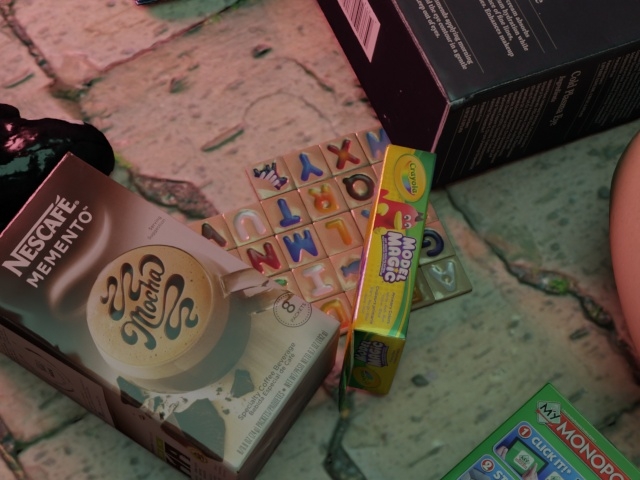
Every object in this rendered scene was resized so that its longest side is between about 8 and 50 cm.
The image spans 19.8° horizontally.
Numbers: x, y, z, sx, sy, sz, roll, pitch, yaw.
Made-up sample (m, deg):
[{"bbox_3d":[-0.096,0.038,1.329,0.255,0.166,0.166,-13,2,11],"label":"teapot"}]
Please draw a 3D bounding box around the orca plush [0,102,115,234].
[{"bbox_3d":[-0.339,-0.087,1.711,0.287,0.102,0.151,8,62,-2],"label":"orca plush"}]

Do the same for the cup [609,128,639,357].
[{"bbox_3d":[0.392,-0.006,1.658,0.331,0.331,0.237,-19,40,-15],"label":"cup"}]

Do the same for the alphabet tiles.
[{"bbox_3d":[0.000,0.000,1.756,0.237,0.009,0.198,-18,67,-15],"label":"alphabet tiles"}]

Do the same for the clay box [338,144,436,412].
[{"bbox_3d":[0.059,0.040,1.665,0.053,0.127,0.222,10,63,0],"label":"clay box"}]

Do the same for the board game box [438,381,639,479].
[{"bbox_3d":[0.238,0.305,1.605,0.213,0.046,0.317,-38,72,-23],"label":"board game box"}]

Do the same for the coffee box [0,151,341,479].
[{"bbox_3d":[-0.151,0.078,1.633,0.297,0.119,0.168,31,68,10],"label":"coffee box"}]

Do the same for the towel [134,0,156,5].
[{"bbox_3d":[-0.141,-0.282,1.874,0.119,0.029,0.067,-15,66,-13],"label":"towel"}]

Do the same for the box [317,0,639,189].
[{"bbox_3d":[0.175,-0.268,1.815,0.312,0.179,0.343,-19,67,-16],"label":"box"}]
